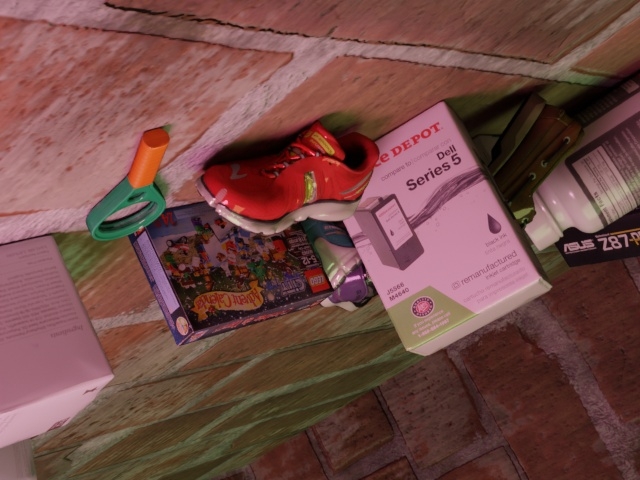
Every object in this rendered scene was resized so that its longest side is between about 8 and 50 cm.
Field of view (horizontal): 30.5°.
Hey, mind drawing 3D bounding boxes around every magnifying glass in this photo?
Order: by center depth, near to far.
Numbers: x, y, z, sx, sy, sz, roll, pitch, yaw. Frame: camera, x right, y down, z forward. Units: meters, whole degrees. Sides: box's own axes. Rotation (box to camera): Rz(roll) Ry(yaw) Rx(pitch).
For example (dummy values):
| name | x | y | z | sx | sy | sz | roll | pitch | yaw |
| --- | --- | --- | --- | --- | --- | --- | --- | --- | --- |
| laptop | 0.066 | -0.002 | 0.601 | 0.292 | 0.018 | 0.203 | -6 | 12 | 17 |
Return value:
| name | x | y | z | sx | sy | sz | roll | pitch | yaw |
| --- | --- | --- | --- | --- | --- | --- | --- | --- | --- |
| magnifying glass | -0.201 | -0.058 | 1.281 | 0.092 | 0.026 | 0.231 | -19 | 166 | -26 |

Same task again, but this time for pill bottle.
| name | x | y | z | sx | sy | sz | roll | pitch | yaw |
| --- | --- | --- | --- | --- | --- | --- | --- | --- | --- |
| pill bottle | 0.444 | -0.122 | 1.851 | 0.318 | 0.176 | 0.176 | -33 | 165 | 9 |

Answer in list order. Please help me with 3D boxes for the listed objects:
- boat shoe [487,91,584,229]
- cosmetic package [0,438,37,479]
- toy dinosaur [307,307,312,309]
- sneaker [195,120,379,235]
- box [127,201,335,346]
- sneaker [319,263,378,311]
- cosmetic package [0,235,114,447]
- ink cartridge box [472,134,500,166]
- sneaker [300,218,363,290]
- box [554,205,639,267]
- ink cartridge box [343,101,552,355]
| name | x | y | z | sx | sy | sz | roll | pitch | yaw |
| --- | --- | --- | --- | --- | --- | --- | --- | --- | --- |
| boat shoe | 0.260 | -0.056 | 1.659 | 0.307 | 0.104 | 0.111 | -57 | 179 | 5 |
| cosmetic package | -0.624 | 0.335 | 1.596 | 0.377 | 0.098 | 0.284 | -16 | 166 | 13 |
| toy dinosaur | -0.046 | 0.084 | 2.032 | 0.183 | 0.053 | 0.092 | -38 | 148 | 14 |
| sneaker | -0.034 | -0.087 | 1.381 | 0.279 | 0.107 | 0.118 | -14 | 143 | -51 |
| box | -0.108 | 0.027 | 1.461 | 0.233 | 0.159 | 0.044 | -14 | 161 | -42 |
| sneaker | 0.083 | 0.059 | 1.915 | 0.124 | 0.107 | 0.283 | -11 | 180 | 16 |
| cosmetic package | -0.351 | 0.119 | 1.301 | 0.151 | 0.184 | 0.151 | -15 | 161 | -40 |
| ink cartridge box | 0.232 | -0.087 | 1.809 | 0.143 | 0.090 | 0.092 | -37 | 163 | 33 |
| sneaker | 0.000 | 0.000 | 1.685 | 0.107 | 0.110 | 0.275 | -42 | -175 | -3 |
| box | 0.611 | -0.105 | 1.947 | 0.318 | 0.097 | 0.395 | -45 | -163 | -31 |
| ink cartridge box | 0.151 | -0.014 | 1.554 | 0.198 | 0.273 | 0.115 | -30 | 163 | 13 |
